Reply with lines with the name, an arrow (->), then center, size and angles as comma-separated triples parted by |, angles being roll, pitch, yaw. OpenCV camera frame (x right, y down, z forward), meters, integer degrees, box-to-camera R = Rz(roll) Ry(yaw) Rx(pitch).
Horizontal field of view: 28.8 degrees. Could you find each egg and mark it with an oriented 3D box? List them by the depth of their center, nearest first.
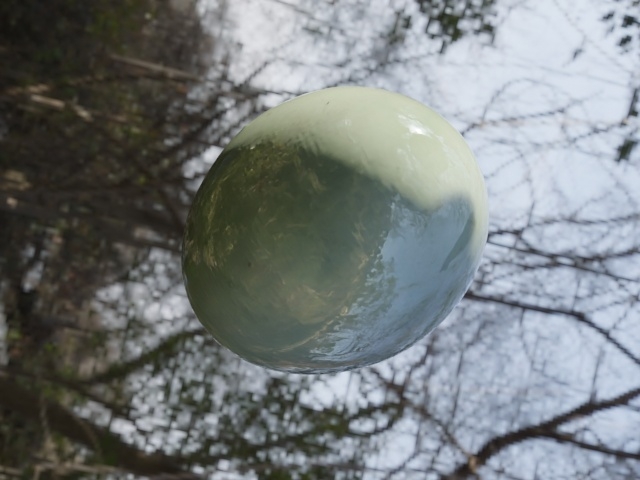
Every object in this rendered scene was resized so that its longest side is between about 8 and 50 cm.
egg -> 0.000, 0.000, 1.064 | 0.371, 0.230, 0.230 | 149, -45, -62
